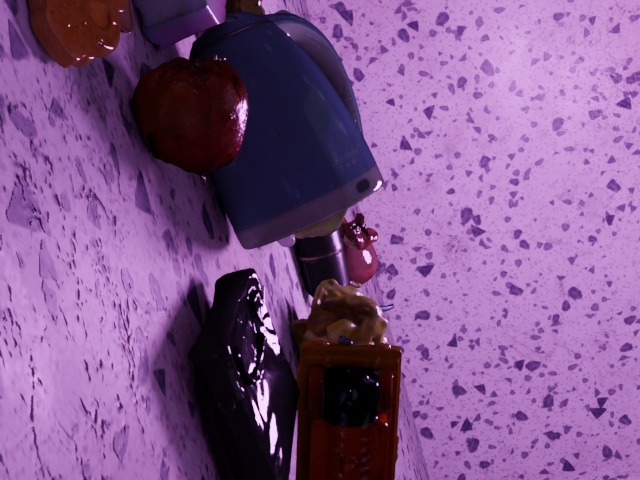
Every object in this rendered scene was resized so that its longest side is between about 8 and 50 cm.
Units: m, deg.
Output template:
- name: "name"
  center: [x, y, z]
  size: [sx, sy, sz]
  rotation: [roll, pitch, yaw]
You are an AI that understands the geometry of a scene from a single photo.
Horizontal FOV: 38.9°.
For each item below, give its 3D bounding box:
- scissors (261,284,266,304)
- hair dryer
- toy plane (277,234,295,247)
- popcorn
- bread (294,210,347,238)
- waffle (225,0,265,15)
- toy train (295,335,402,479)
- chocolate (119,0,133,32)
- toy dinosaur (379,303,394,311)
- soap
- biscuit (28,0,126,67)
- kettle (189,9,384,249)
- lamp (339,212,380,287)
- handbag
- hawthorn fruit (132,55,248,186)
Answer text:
- name: "scissors"
  center: [-0.095, 0.153, 1.493]
  size: [0.085, 0.022, 0.176]
  rotation: [61, 20, -58]
- name: "hair dryer"
  center: [0.000, 0.000, 2.149]
  size: [0.352, 0.107, 0.189]
  rotation: [-94, 171, -74]
- name: "toy plane"
  center: [-0.085, -0.103, 1.646]
  size: [0.252, 0.118, 0.252]
  rotation: [-12, 90, -79]
- name: "popcorn"
  center: [0.044, 0.211, 1.805]
  size: [0.256, 0.194, 0.255]
  rotation: [-92, 175, -51]
- name: "bread"
  center: [-0.035, -0.145, 1.768]
  size: [0.301, 0.045, 0.302]
  rotation: [18, -69, 54]
- name: "waffle"
  center: [-0.127, -0.481, 1.648]
  size: [0.317, 0.073, 0.297]
  rotation: [-58, -160, 29]
- name: "toy train"
  center: [0.039, 0.335, 1.378]
  size: [0.231, 0.163, 0.369]
  rotation: [-92, -176, -79]
- name: "chocolate"
  center: [-0.254, -0.293, 1.087]
  size: [0.064, 0.031, 0.101]
  rotation: [12, 63, -62]
- name: "toy dinosaur"
  center: [0.073, 0.165, 2.203]
  size: [0.363, 0.147, 0.077]
  rotation: [26, 48, -70]
- name: "soap"
  center: [-0.214, -0.432, 1.329]
  size: [0.193, 0.109, 0.324]
  rotation: [56, 24, -67]
- name: "biscuit"
  center: [-0.260, -0.274, 0.975]
  size: [0.144, 0.040, 0.236]
  rotation: [51, 32, -37]
- name: "kettle"
  center: [-0.059, -0.204, 1.440]
  size: [0.319, 0.247, 0.342]
  rotation: [-32, 99, -44]
- name: "lamp"
  center: [0.067, 0.039, 2.277]
  size: [0.215, 0.151, 0.223]
  rotation: [17, -31, 53]
- name: "handbag"
  center: [-0.100, 0.184, 1.205]
  size: [0.275, 0.088, 0.244]
  rotation: [-77, 152, -68]
- name: "hawthorn fruit"
  center: [-0.161, -0.148, 1.150]
  size: [0.148, 0.148, 0.172]
  rotation: [-89, 179, -59]
